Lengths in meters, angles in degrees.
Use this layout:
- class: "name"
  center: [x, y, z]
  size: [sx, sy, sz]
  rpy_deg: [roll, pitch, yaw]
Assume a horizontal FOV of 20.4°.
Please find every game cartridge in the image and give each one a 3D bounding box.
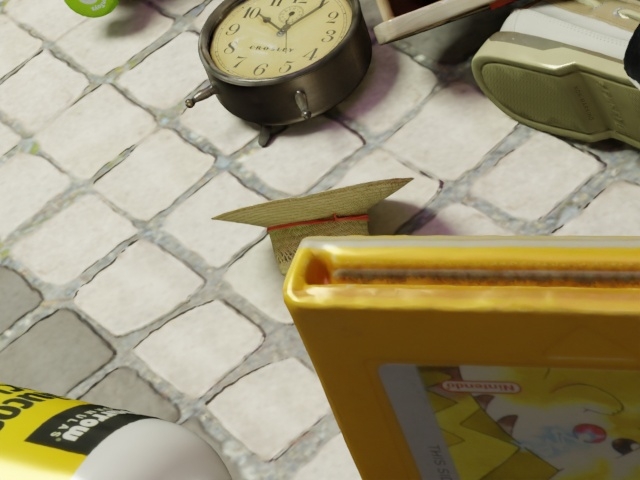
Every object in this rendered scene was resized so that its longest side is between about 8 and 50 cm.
- class: "game cartridge"
  center: [0.157, 0.121, 0.881]
  size: [0.285, 0.323, 0.052]
  rpy_deg: [0, 46, 21]

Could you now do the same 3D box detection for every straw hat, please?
- class: "straw hat"
  center: [0.000, 0.000, 1.232]
  size: [0.145, 0.144, 0.061]
  rpy_deg: [-12, 87, 10]

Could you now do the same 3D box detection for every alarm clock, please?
- class: "alarm clock"
  center: [-0.018, -0.161, 1.390]
  size: [0.129, 0.064, 0.192]
  rpy_deg: [8, 55, 27]

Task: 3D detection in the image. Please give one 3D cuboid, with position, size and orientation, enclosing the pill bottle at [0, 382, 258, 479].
- class: "pill bottle"
  center: [-0.168, 0.183, 1.039]
  size: [0.334, 0.188, 0.188]
  rpy_deg: [9, 53, 27]

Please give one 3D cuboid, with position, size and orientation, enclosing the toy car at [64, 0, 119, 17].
- class: "toy car"
  center: [-0.113, -0.275, 1.489]
  size: [0.188, 0.149, 0.155]
  rpy_deg: [3, 39, 8]

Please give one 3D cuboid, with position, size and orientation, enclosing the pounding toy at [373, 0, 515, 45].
- class: "pounding toy"
  center: [0.099, -0.241, 1.310]
  size: [0.154, 0.154, 0.269]
  rpy_deg: [-22, 3, -42]

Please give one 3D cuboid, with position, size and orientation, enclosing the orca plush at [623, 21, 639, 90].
- class: "orca plush"
  center: [0.307, -0.088, 1.037]
  size: [0.151, 0.102, 0.287]
  rpy_deg: [-36, 54, -19]

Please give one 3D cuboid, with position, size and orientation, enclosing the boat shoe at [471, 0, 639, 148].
- class: "boat shoe"
  center: [0.247, -0.113, 1.213]
  size: [0.302, 0.113, 0.103]
  rpy_deg: [24, 66, 36]
